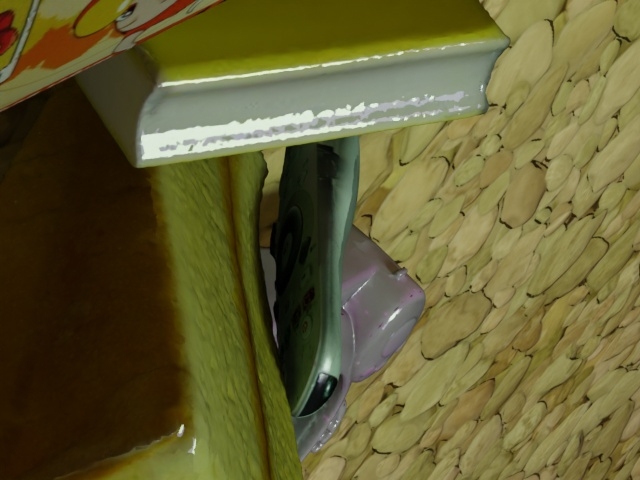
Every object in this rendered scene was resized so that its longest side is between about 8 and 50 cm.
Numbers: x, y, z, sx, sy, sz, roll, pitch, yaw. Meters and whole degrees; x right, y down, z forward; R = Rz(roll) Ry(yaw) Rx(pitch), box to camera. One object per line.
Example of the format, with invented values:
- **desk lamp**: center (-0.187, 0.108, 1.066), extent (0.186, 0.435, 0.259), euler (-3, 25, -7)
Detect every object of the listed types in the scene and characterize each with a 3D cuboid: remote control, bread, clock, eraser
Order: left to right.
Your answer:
- **bread**: center (-0.141, 0.069, 1.073), extent (0.245, 0.362, 0.233), euler (-18, 135, 8)
- **clock**: center (-0.091, 0.143, 1.377), extent (0.295, 0.113, 0.322), euler (-28, 156, -51)
- **eraser**: center (-0.033, -0.123, 1.033), extent (0.226, 0.158, 0.069), euler (-11, 141, -31)
- **remote control**: center (-0.002, 0.000, 1.209), extent (0.097, 0.045, 0.256), euler (115, -16, -48)

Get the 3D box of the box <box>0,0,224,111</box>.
- **box**: center (-0.130, -0.190, 0.715), extent (0.283, 0.214, 0.259), euler (-33, 165, -35)
